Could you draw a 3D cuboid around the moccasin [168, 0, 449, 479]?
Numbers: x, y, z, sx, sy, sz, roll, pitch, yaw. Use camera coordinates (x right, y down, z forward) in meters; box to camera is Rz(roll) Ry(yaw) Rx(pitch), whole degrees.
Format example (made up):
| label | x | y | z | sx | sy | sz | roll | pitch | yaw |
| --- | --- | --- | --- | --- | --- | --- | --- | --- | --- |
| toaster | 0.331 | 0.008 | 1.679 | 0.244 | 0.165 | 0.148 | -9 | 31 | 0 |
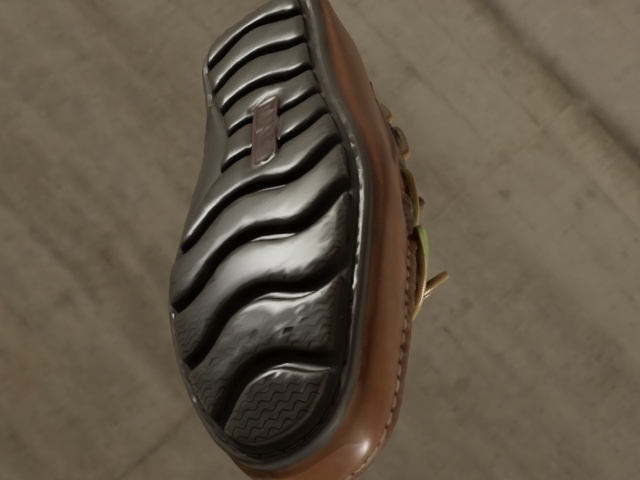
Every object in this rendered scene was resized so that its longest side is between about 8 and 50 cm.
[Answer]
| label | x | y | z | sx | sy | sz | roll | pitch | yaw |
| --- | --- | --- | --- | --- | --- | --- | --- | --- | --- |
| moccasin | -0.003 | 0.002 | 0.789 | 0.147 | 0.139 | 0.380 | 50 | 14 | -28 |
